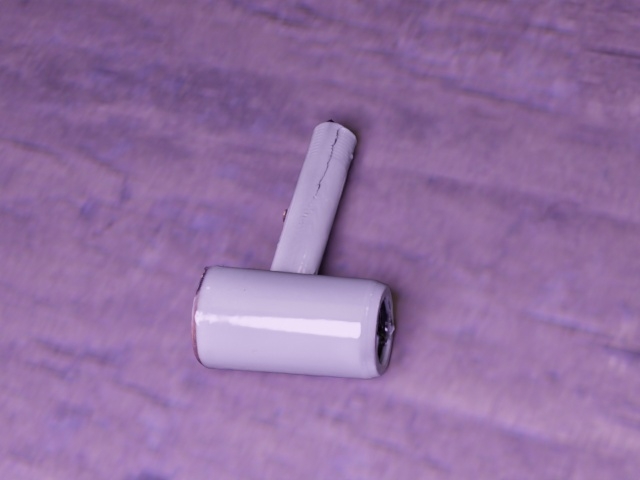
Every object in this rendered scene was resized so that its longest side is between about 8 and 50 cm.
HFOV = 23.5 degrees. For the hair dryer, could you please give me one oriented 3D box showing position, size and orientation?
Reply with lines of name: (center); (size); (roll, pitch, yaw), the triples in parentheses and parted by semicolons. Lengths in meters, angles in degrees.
hair dryer: (0.000, 0.000, 1.117); (0.131, 0.073, 0.236); (3, 44, 14)
